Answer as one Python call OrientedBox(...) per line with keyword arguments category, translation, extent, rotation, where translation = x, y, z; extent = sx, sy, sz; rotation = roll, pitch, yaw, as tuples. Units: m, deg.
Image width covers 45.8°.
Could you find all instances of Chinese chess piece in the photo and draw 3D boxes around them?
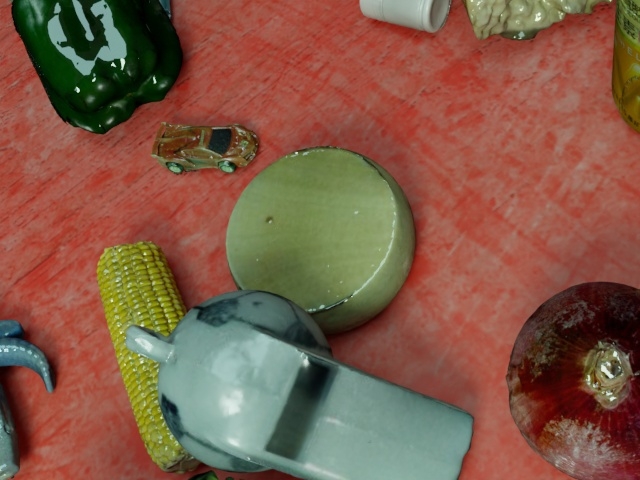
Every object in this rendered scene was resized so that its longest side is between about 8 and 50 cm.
OrientedBox(category="Chinese chess piece", translation=(0.000, 0.000, 0.746), extent=(0.188, 0.083, 0.188), rotation=(-7, 67, 17))

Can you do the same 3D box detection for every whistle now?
OrientedBox(category="whistle", translation=(-0.031, 0.131, 0.646), extent=(0.163, 0.290, 0.163), rotation=(-50, 25, 34))
OrientedBox(category="whistle", translation=(-0.388, 0.143, 0.801), extent=(0.180, 0.093, 0.269), rotation=(-26, 58, -24))

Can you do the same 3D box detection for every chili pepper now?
OrientedBox(category="chili pepper", translation=(-0.285, -0.260, 0.916), extent=(0.174, 0.165, 0.261), rotation=(-33, 71, 10))

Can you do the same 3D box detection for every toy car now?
OrientedBox(category="toy car", translation=(-0.131, -0.108, 0.866), extent=(0.122, 0.035, 0.059), rotation=(1, 62, 21))

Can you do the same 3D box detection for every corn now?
OrientedBox(category="corn", translation=(-0.162, 0.105, 0.748), extent=(0.081, 0.081, 0.248), rotation=(-28, 60, 5))

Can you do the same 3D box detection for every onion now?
OrientedBox(category="onion", translation=(0.210, 0.102, 0.558), extent=(0.159, 0.195, 0.159), rotation=(-7, 73, 22))

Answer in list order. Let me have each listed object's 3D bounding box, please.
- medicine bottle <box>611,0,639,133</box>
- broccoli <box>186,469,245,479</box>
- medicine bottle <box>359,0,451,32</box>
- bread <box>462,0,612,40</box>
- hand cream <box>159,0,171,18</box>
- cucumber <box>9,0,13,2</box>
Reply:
OrientedBox(category="medicine bottle", translation=(0.309, -0.190, 0.638), extent=(0.124, 0.239, 0.124), rotation=(-9, 61, 17))
OrientedBox(category="broccoli", translation=(-0.108, 0.330, 0.526), extent=(0.277, 0.317, 0.338), rotation=(-55, 21, 3))
OrientedBox(category="medicine bottle", translation=(0.096, -0.271, 0.853), extent=(0.089, 0.057, 0.057), rotation=(22, 74, 27))
OrientedBox(category="bread", translation=(0.242, -0.380, 0.761), extent=(0.316, 0.211, 0.270), rotation=(-19, 60, 0))
OrientedBox(category="hand cream", translation=(-0.245, -0.372, 1.032), extent=(0.083, 0.048, 0.224), rotation=(-12, 67, 13))
OrientedBox(category="cucumber", translation=(-0.438, -0.385, 1.093), extent=(0.064, 0.064, 0.112), rotation=(-35, 62, 0))
